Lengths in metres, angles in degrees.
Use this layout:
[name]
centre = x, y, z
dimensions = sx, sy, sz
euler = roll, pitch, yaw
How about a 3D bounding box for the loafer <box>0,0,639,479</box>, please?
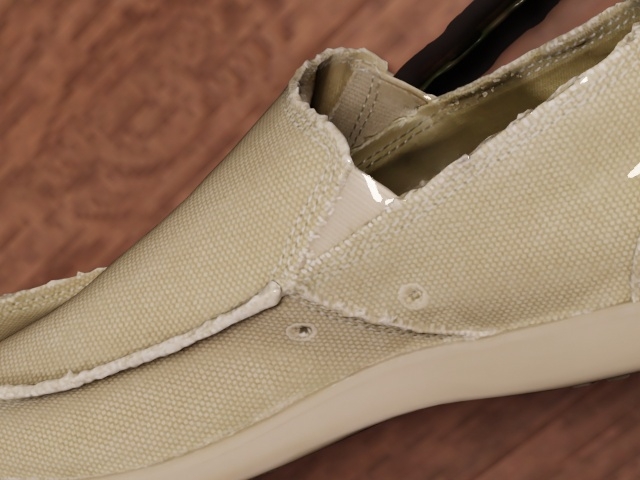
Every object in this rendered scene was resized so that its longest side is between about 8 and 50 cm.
[loafer]
centre = 0.000, 0.000, 0.510
dimensions = 0.269, 0.102, 0.092
euler = -17, 106, 15
